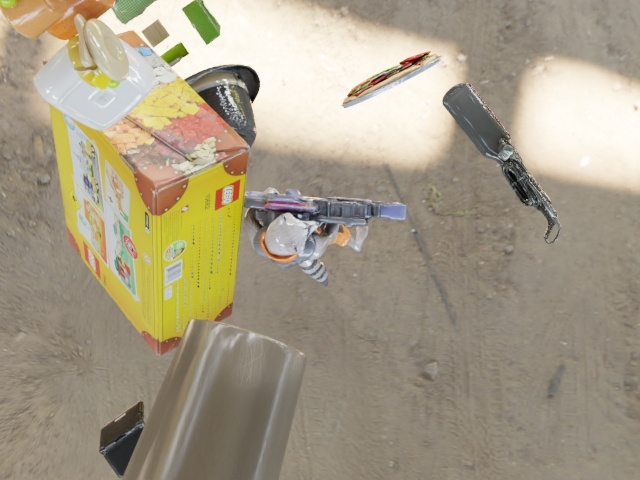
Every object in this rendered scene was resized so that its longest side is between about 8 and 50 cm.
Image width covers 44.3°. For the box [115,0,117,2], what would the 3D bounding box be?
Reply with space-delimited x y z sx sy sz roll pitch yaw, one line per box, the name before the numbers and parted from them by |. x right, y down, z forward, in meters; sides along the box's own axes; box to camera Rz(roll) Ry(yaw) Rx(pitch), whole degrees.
box | -0.424 -0.543 1.574 0.244 0.060 0.100 -44 138 -7

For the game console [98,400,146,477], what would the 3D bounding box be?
game console | -0.404 0.424 1.678 0.122 0.107 0.071 -36 122 11

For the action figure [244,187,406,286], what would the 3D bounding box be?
action figure | 0.000 0.000 1.508 0.341 0.330 0.179 4 87 18

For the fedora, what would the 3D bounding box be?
fedora | -0.254 -0.283 1.919 0.334 0.334 0.152 -26 77 -19

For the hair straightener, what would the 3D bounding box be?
hair straightener | 0.223 -0.093 0.961 0.047 0.089 0.230 -32 88 19

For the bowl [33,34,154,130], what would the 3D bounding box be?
bowl | -0.319 -0.222 1.135 0.142 0.142 0.053 -37 56 14

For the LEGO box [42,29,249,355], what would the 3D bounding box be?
LEGO box | -0.336 -0.076 1.518 0.193 0.500 0.372 -29 61 -30

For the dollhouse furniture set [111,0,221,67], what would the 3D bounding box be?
dollhouse furniture set | -0.397 -0.558 1.834 0.197 0.151 0.301 -33 110 9

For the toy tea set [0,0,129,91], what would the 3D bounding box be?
toy tea set | -0.378 -0.313 0.958 0.124 0.336 0.200 -21 60 17

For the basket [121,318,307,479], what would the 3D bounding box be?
basket | -0.105 0.203 0.762 0.154 0.204 0.227 21 74 -11

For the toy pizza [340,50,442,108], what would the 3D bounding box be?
toy pizza | 0.122 -0.294 1.413 0.201 0.201 0.032 -30 101 -19
